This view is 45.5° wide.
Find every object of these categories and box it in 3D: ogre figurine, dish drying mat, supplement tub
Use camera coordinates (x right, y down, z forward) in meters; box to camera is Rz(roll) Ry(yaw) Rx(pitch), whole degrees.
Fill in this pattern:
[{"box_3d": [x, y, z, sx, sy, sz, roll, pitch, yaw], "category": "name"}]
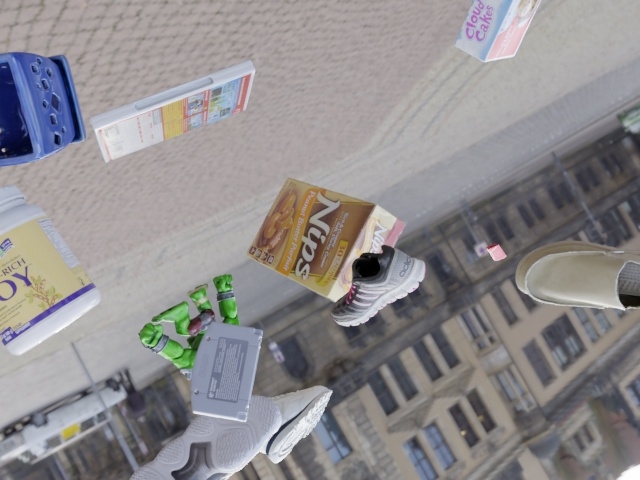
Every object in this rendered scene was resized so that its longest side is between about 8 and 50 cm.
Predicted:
[{"box_3d": [-0.200, 0.147, 1.263, 0.096, 0.118, 0.197, -23, -171, 26], "category": "ogre figurine"}, {"box_3d": [0.435, 0.030, 1.886, 0.032, 0.008, 0.083, -23, 148, 17], "category": "dish drying mat"}, {"box_3d": [-0.689, 0.067, 1.744, 0.241, 0.331, 0.241, -34, -176, 3], "category": "supplement tub"}]

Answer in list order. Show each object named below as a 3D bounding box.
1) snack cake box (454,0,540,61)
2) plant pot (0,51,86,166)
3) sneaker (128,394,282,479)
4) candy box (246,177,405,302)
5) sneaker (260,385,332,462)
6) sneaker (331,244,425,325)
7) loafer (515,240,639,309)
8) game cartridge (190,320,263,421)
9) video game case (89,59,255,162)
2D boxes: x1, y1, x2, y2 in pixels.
[{"box_3d": [0.410, -0.529, 1.650, 0.152, 0.089, 0.264, -25, 144, -49], "category": "snack cake box"}, {"box_3d": [-0.680, -0.300, 1.732, 0.235, 0.236, 0.212, -5, -167, 24], "category": "plant pot"}, {"box_3d": [-0.162, 0.338, 1.169, 0.268, 0.101, 0.153, -36, 153, -2], "category": "sneaker"}, {"box_3d": [0.000, 0.000, 1.437, 0.316, 0.087, 0.183, 22, -97, 56], "category": "candy box"}, {"box_3d": [-0.059, 0.321, 1.431, 0.235, 0.094, 0.090, -22, 132, -60], "category": "sneaker"}, {"box_3d": [0.062, 0.057, 1.033, 0.170, 0.074, 0.063, -36, -158, 42], "category": "sneaker"}, {"box_3d": [0.447, 0.058, 1.205, 0.268, 0.102, 0.092, -2, -167, 12], "category": "loafer"}, {"box_3d": [-0.085, 0.115, 0.678, 0.055, 0.083, 0.017, 11, 156, -3], "category": "game cartridge"}, {"box_3d": [-0.257, -0.224, 1.347, 0.285, 0.025, 0.204, -23, 175, -13], "category": "video game case"}]
